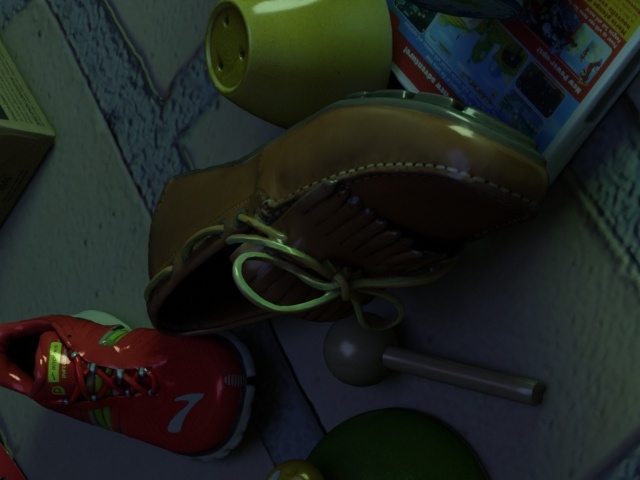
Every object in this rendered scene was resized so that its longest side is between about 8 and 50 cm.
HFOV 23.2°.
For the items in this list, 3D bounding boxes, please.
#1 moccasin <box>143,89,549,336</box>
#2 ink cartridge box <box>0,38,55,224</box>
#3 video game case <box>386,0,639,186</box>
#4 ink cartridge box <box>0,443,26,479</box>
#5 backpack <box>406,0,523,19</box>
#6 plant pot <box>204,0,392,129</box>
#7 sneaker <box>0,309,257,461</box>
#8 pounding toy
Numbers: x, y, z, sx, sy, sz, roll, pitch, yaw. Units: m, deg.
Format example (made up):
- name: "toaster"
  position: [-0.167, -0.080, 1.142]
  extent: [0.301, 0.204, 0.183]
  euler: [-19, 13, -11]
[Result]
- name: "moccasin"
  position: [-0.002, -0.001, 1.026]
  extent: [0.380, 0.139, 0.147]
  euler: [-11, 58, 47]
- name: "ink cartridge box"
  position: [-0.368, -0.079, 1.461]
  extent: [0.234, 0.088, 0.193]
  euler: [-54, 53, 26]
- name: "video game case"
  position: [0.155, -0.190, 1.015]
  extent: [0.285, 0.025, 0.204]
  euler: [-54, 52, 24]
- name: "ink cartridge box"
  position: [-0.321, 0.304, 1.389]
  extent: [0.181, 0.056, 0.224]
  euler: [43, 116, 38]
- name: "backpack"
  position: [0.094, -0.182, 0.975]
  extent: [0.105, 0.114, 0.084]
  euler: [12, 93, 47]
- name: "plant pot"
  position: [-0.025, -0.137, 1.108]
  extent: [0.134, 0.095, 0.134]
  euler: [10, 102, 57]
- name: "sneaker"
  position: [-0.165, 0.111, 1.217]
  extent: [0.279, 0.118, 0.107]
  euler: [3, 87, 44]
- name: "pounding toy"
  position: [0.024, 0.176, 1.032]
  extent: [0.183, 0.110, 0.237]
  euler: [21, 99, 43]
